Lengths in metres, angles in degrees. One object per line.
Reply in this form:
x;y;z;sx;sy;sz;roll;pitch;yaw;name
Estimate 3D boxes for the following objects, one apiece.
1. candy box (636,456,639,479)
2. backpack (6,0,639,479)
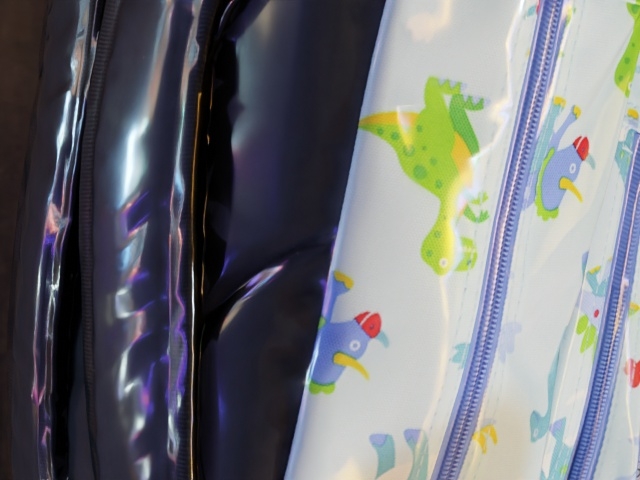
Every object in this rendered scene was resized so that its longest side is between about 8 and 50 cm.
0.188;0.158;0.865;0.159;0.233;0.071;-33;62;18;candy box
0.000;0.000;0.566;0.290;0.273;0.355;6;77;52;backpack
